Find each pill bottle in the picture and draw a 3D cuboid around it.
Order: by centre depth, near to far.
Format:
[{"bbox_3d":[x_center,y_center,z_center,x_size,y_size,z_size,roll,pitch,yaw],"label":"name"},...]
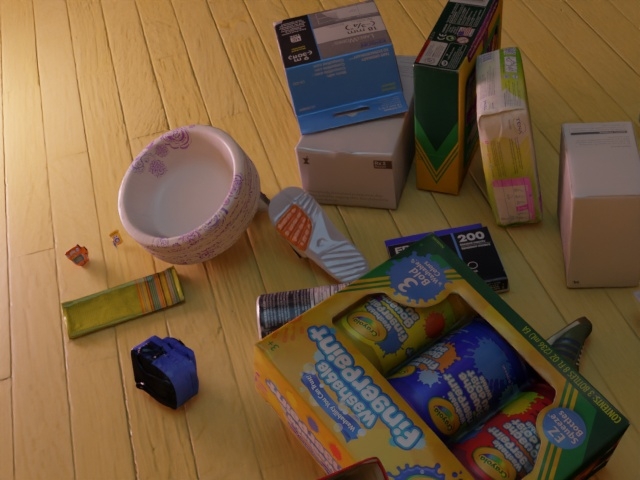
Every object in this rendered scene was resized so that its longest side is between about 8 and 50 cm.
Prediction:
[{"bbox_3d":[0.015,0.146,1.770,0.246,0.130,0.130,-7,41,1],"label":"pill bottle"}]

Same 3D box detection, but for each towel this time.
[{"bbox_3d":[-0.389,0.121,1.952,0.237,0.021,0.102,-18,41,-10],"label":"towel"}]

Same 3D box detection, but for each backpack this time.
[{"bbox_3d":[-0.266,0.230,1.750,0.101,0.098,0.120,-33,46,-30],"label":"backpack"}]

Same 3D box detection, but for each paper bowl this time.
[{"bbox_3d":[-0.257,-0.083,2.021,0.284,0.148,0.284,-10,61,19],"label":"paper bowl"}]

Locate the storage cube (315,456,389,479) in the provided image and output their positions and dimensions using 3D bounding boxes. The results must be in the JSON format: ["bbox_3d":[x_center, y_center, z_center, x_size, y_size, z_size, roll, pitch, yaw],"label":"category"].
[{"bbox_3d":[0.003,0.425,1.329,0.215,0.193,0.183,-19,73,-27],"label":"storage cube"}]

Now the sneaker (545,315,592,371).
[{"bbox_3d":[0.413,0.206,1.691,0.192,0.064,0.086,-25,63,-30],"label":"sneaker"}]

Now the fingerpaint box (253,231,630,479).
[{"bbox_3d":[0.173,0.252,1.522,0.371,0.163,0.445,-31,60,-23],"label":"fingerpaint box"}]

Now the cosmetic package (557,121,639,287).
[{"bbox_3d":[0.522,-0.067,1.846,0.138,0.224,0.224,-1,42,10],"label":"cosmetic package"}]

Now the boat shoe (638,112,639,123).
[{"bbox_3d":[0.799,-0.241,2.115,0.228,0.069,0.081,15,86,30],"label":"boat shoe"}]

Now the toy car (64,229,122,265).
[{"bbox_3d":[-0.469,0.016,2.061,0.122,0.060,0.040,-30,77,-13],"label":"toy car"}]

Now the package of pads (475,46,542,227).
[{"bbox_3d":[0.372,-0.198,1.966,0.101,0.296,0.229,-8,41,14],"label":"package of pads"}]

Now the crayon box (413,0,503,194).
[{"bbox_3d":[0.296,-0.333,2.118,0.106,0.313,0.363,12,45,18],"label":"crayon box"}]

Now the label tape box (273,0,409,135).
[{"bbox_3d":[0.041,-0.385,2.153,0.240,0.106,0.333,-13,40,0],"label":"label tape box"}]

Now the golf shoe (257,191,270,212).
[{"bbox_3d":[-0.187,-0.083,2.122,0.186,0.067,0.086,18,72,30],"label":"golf shoe"}]

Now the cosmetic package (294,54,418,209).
[{"bbox_3d":[0.103,-0.250,2.183,0.217,0.156,0.385,6,45,17],"label":"cosmetic package"}]

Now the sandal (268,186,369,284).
[{"bbox_3d":[-0.008,0.007,1.982,0.102,0.076,0.265,-36,69,-16],"label":"sandal"}]

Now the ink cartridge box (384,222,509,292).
[{"bbox_3d":[0.239,0.034,1.920,0.206,0.045,0.208,-11,40,-2],"label":"ink cartridge box"}]

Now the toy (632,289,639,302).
[{"bbox_3d":[0.682,0.126,1.730,0.237,0.056,0.137,-12,38,-11],"label":"toy"}]
